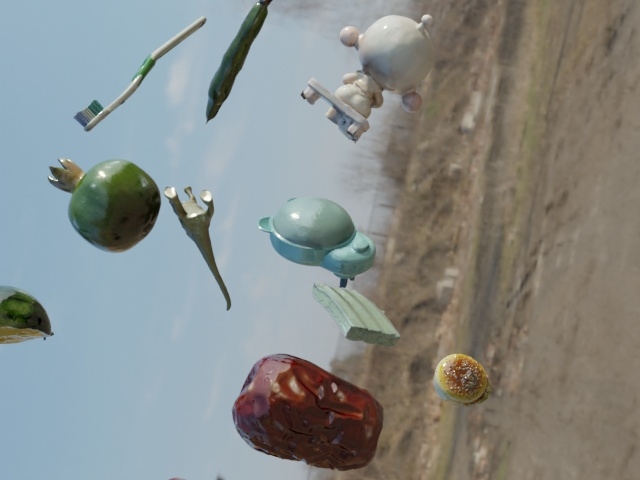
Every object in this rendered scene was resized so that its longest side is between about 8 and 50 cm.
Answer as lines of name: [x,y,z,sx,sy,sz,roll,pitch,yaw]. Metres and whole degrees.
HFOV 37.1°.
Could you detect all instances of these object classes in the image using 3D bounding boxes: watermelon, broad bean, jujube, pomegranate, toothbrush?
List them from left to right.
watermelon: [-0.673,0.159,2.007,0.204,0.232,0.127,-28,67,57]
pomegranate: [-0.420,-0.082,1.836,0.187,0.225,0.187,-58,-5,-8]
toothbrush: [-0.240,-0.237,1.323,0.304,0.030,0.030,-53,-22,-42]
broad bean: [-0.163,-0.334,1.784,0.297,0.043,0.060,-57,7,35]
jujube: [-0.016,0.263,1.442,0.155,0.230,0.155,-162,90,-88]

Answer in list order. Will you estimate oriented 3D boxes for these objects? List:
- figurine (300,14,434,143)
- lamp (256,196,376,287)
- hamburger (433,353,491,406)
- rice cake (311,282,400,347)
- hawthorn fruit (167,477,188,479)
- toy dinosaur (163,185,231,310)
figurine: [0.099,-0.308,1.708,0.256,0.182,0.144,-49,-27,7]
lamp: [0.003,-0.009,2.299,0.209,0.284,0.147,-38,-17,-44]
hamburger: [0.343,0.339,2.301,0.126,0.141,0.081,-40,-10,-26]
rice cake: [0.070,0.148,1.944,0.043,0.127,0.237,-69,27,13]
hawthorn fruit: [-0.207,0.390,1.417,0.077,0.077,0.077,12,-90,-84]
toy dinosaur: [-0.232,-0.016,1.881,0.072,0.251,0.199,-30,-35,-17]
